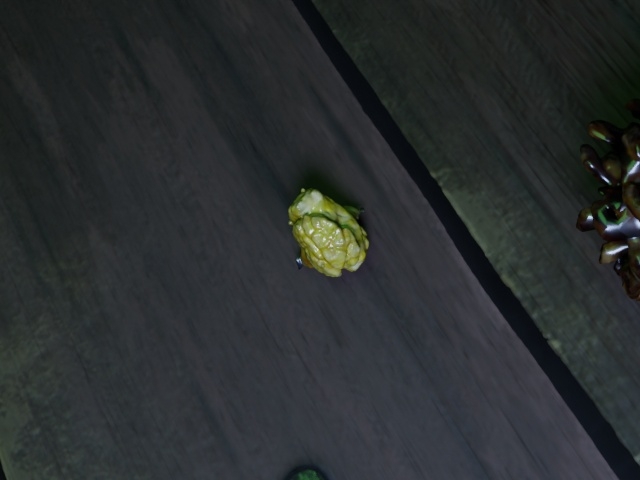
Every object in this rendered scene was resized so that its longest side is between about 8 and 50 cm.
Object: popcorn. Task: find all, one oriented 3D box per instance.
[{"bbox_3d":[0.000,0.000,0.965,0.084,0.084,0.084,-8,68,19],"label":"popcorn"}]

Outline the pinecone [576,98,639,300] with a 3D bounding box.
[{"bbox_3d":[0.322,-0.045,0.772,0.272,0.224,0.224,-34,59,35],"label":"pinecone"}]
